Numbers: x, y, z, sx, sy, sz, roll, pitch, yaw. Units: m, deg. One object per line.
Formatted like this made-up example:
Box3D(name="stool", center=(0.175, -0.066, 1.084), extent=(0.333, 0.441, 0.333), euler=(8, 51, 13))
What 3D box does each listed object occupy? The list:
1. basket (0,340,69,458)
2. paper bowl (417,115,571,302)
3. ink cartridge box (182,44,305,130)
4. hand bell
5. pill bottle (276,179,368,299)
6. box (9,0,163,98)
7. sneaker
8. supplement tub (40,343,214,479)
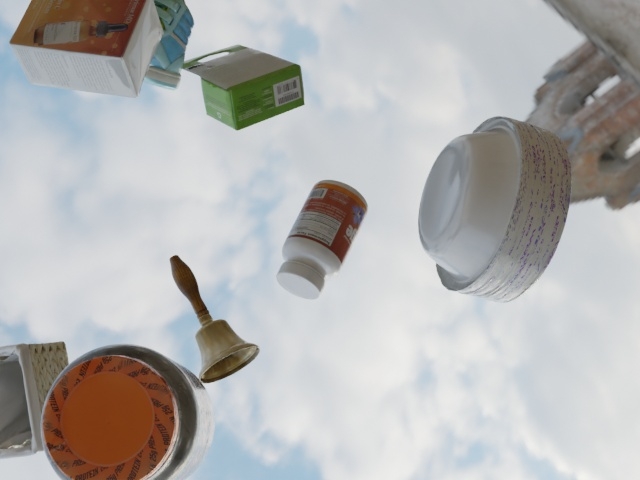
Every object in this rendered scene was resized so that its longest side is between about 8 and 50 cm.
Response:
Box3D(name="basket", center=(-0.450, 0.241, 1.507), extent=(0.103, 0.113, 0.167), euler=(-3, -99, -60))
Box3D(name="paper bowl", center=(0.253, -0.054, 1.525), extent=(0.148, 0.284, 0.284), euler=(14, -134, -15))
Box3D(name="ink cartridge box", center=(-0.184, -0.350, 2.189), extent=(0.189, 0.097, 0.255), euler=(-25, -146, -28))
Box3D(name="hand bell", center=(-0.223, 0.131, 1.822), extent=(0.126, 0.126, 0.242), euler=(-6, -121, -51))
Box3D(name="pill bottle", center=(0.000, 0.000, 1.879), extent=(0.121, 0.121, 0.216), euler=(36, -118, -20))
Box3D(name="box", center=(-0.330, -0.290, 1.399), extent=(0.170, 0.091, 0.130), euler=(8, -120, 10))
Box3D(name="sneaker", center=(-0.385, -0.444, 2.026), extent=(0.127, 0.208, 0.319), euler=(23, -173, 27))
Box3D(name="supplement tub", center=(-0.243, 0.235, 1.262), extent=(0.193, 0.193, 0.316), euler=(56, 174, 8))
